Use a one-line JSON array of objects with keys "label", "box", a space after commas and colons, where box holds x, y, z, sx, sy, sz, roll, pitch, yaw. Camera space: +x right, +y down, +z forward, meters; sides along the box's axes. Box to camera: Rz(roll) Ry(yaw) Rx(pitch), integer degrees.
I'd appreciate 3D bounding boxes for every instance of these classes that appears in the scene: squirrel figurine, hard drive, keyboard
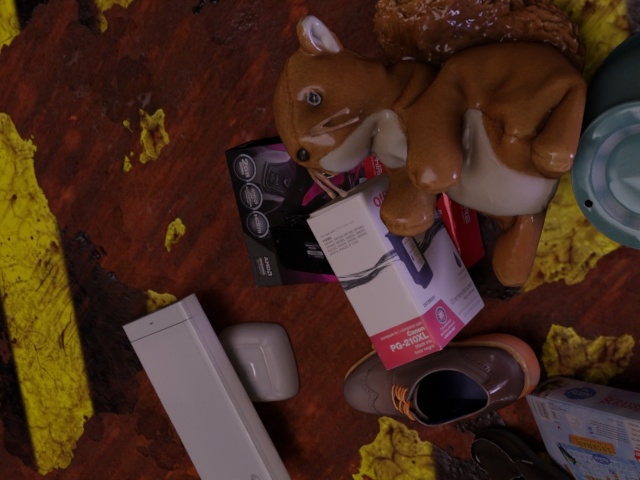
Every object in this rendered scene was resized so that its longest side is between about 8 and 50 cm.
[{"label": "squirrel figurine", "box": [0.138, -0.192, 1.441, 0.370, 0.397, 0.281, 14, 153, 6]}, {"label": "hard drive", "box": [-0.204, 0.277, 1.959, 0.233, 0.047, 0.353, -23, 95, 53]}, {"label": "keyboard", "box": [0.000, 0.000, 1.676, 0.192, 0.038, 0.100, 5, 118, 48]}]

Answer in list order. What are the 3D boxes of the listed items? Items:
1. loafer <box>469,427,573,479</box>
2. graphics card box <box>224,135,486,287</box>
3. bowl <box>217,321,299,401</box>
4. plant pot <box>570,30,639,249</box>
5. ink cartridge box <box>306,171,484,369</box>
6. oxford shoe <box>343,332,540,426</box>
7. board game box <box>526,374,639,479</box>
[{"label": "loafer", "box": [0.291, 0.351, 1.688, 0.220, 0.078, 0.080, 25, 132, 54]}, {"label": "graphics card box", "box": [0.048, -0.059, 1.720, 0.370, 0.094, 0.233, -4, 105, 31]}, {"label": "bowl", "box": [-0.114, 0.214, 1.925, 0.142, 0.053, 0.142, -7, 102, 30]}, {"label": "plant pot", "box": [0.426, -0.115, 1.386, 0.271, 0.255, 0.272, 11, 114, 25]}, {"label": "ink cartridge box", "box": [0.107, 0.031, 1.560, 0.100, 0.172, 0.237, -26, 94, 33]}, {"label": "oxford shoe", "box": [0.149, 0.217, 1.713, 0.363, 0.132, 0.130, -18, 95, 45]}, {"label": "board game box", "box": [0.432, 0.355, 1.551, 0.318, 0.065, 0.318, 68, 164, -7]}]
